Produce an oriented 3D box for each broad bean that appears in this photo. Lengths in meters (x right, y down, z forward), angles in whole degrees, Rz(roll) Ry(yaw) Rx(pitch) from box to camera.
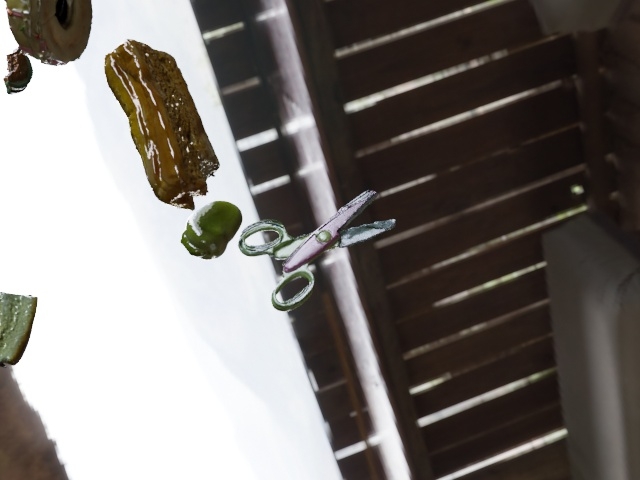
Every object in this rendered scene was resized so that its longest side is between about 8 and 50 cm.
[{"bbox_3d":[-0.257,-0.024,2.310,0.174,0.125,0.082,-68,-13,-50],"label":"broad bean"}]

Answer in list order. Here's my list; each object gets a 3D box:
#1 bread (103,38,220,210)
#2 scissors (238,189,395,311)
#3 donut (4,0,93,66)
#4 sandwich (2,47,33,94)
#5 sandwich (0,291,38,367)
[{"bbox_3d":[-0.305,-0.223,1.951,0.185,0.109,0.380,19,-139,-56],"label":"bread"},{"bbox_3d":[0.000,0.000,1.221,0.133,0.187,0.020,59,172,29],"label":"scissors"},{"bbox_3d":[-0.391,-0.334,1.407,0.174,0.068,0.174,7,-90,-75],"label":"donut"},{"bbox_3d":[-0.670,-0.374,2.182,0.067,0.029,0.135,43,-144,-46],"label":"sandwich"},{"bbox_3d":[-0.567,0.148,1.729,0.236,0.122,0.128,-1,75,65],"label":"sandwich"}]
